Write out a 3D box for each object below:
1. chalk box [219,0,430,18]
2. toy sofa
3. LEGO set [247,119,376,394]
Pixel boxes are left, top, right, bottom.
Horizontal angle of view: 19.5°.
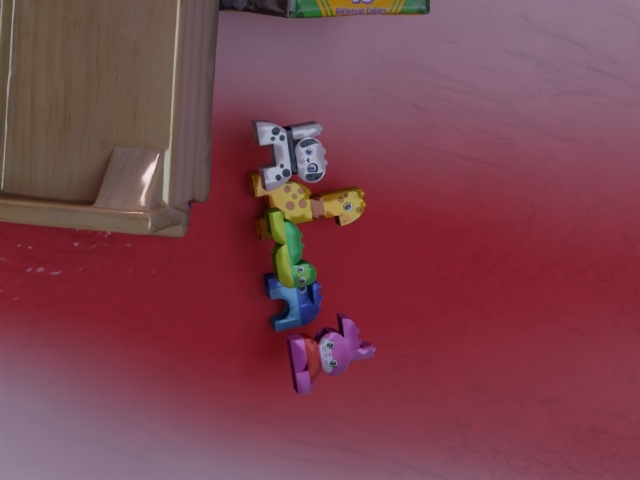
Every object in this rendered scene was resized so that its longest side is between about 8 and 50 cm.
[{"bbox_3d":[0.001,-0.286,1.478,0.132,0.132,0.213,-4,101,-28],"label":"chalk box"},{"bbox_3d":[-0.164,-0.186,1.399,0.150,0.177,0.362,5,97,9],"label":"toy sofa"},{"bbox_3d":[0.000,0.000,1.545,0.093,0.087,0.227,-11,104,-12],"label":"LEGO set"}]
